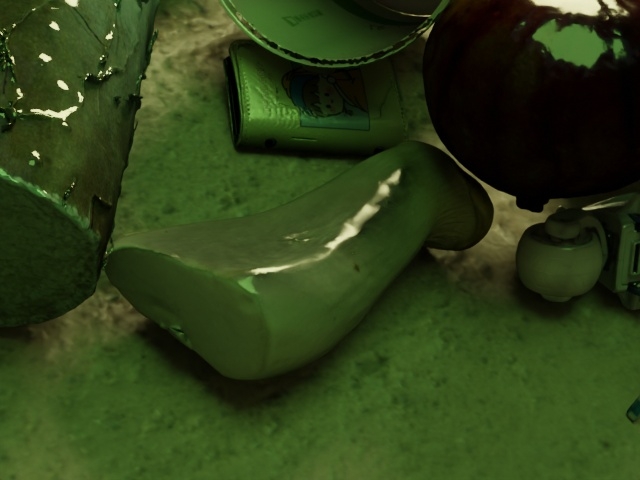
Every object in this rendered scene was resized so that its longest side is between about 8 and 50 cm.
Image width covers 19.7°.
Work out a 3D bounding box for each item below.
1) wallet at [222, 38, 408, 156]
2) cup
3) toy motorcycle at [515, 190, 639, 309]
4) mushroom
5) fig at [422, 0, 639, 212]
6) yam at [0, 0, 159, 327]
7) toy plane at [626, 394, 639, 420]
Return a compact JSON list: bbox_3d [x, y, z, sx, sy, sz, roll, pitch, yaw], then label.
[{"bbox_3d":[-0.004,-0.127,1.627,0.155,0.039,0.110,3,57,-20],"label":"wallet"},{"bbox_3d":[0.056,-0.288,1.652,0.253,0.253,0.274,34,20,14],"label":"cup"},{"bbox_3d":[0.272,-0.003,1.590,0.254,0.112,0.112,-10,50,-28],"label":"toy motorcycle"},{"bbox_3d":[0.000,0.000,1.444,0.328,0.122,0.159,-28,77,-42],"label":"mushroom"},{"bbox_3d":[0.197,-0.124,1.500,0.235,0.214,0.235,15,5,-1],"label":"fig"},{"bbox_3d":[-0.246,-0.109,1.399,0.241,0.241,0.348,12,44,-10],"label":"yam"},{"bbox_3d":[0.357,0.127,1.458,0.273,0.182,0.107,52,18,28],"label":"toy plane"}]
